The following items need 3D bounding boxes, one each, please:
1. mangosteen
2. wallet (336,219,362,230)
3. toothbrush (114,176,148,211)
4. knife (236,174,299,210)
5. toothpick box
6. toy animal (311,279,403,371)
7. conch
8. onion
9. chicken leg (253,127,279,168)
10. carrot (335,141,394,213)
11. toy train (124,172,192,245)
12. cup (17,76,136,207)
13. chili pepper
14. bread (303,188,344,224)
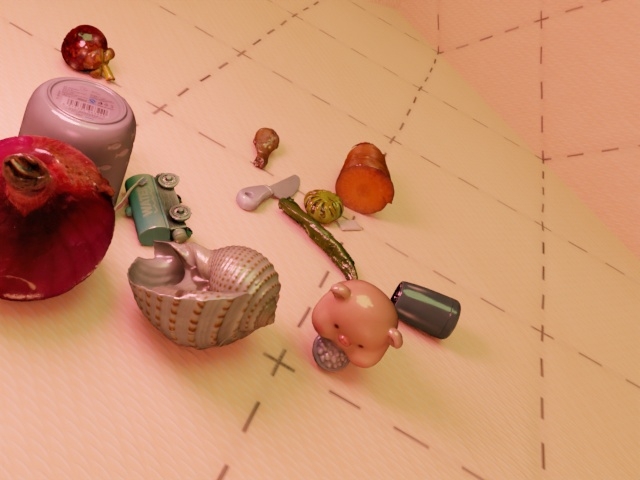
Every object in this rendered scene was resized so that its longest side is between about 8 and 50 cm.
[{"bbox_3d":[-0.709,-0.588,2.063,0.181,0.145,0.156,26,32,-6],"label":"mangosteen"},{"bbox_3d":[0.091,-0.048,2.092,0.083,0.011,0.044,-2,46,-38],"label":"wallet"},{"bbox_3d":[-0.501,-0.093,1.646,0.022,0.017,0.204,26,55,16],"label":"toothbrush"},{"bbox_3d":[-0.138,-0.151,2.036,0.080,0.044,0.331,41,32,16],"label":"knife"},{"bbox_3d":[0.286,0.189,1.844,0.184,0.120,0.120,25,35,-3],"label":"toothpick box"},{"bbox_3d":[0.090,0.190,1.601,0.210,0.229,0.221,37,32,-1],"label":"toy animal"},{"bbox_3d":[-0.256,0.127,1.446,0.319,0.215,0.303,8,20,24],"label":"conch"},{"bbox_3d":[-0.572,-0.066,1.301,0.348,0.385,0.347,7,68,-18],"label":"onion"},{"bbox_3d":[-0.182,-0.304,2.169,0.085,0.069,0.198,20,43,-12],"label":"chicken leg"},{"bbox_3d":[0.158,-0.229,2.217,0.196,0.196,0.254,25,35,-8],"label":"carrot"},{"bbox_3d":[-0.420,-0.083,1.699,0.159,0.101,0.248,-8,47,-21],"label":"toy train"},{"bbox_3d":[-0.571,-0.250,1.625,0.259,0.274,0.356,30,35,-2],"label":"cup"},{"bbox_3d":[0.000,0.000,1.919,0.359,0.076,0.085,49,14,26],"label":"chili pepper"},{"bbox_3d":[0.013,-0.110,2.063,0.139,0.071,0.130,-7,45,-42],"label":"bread"}]
